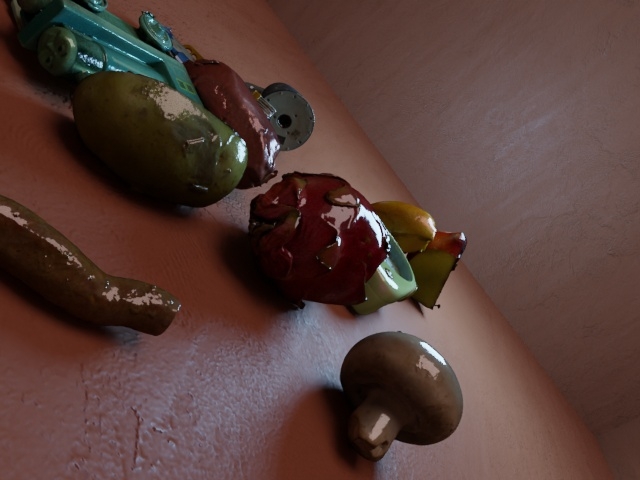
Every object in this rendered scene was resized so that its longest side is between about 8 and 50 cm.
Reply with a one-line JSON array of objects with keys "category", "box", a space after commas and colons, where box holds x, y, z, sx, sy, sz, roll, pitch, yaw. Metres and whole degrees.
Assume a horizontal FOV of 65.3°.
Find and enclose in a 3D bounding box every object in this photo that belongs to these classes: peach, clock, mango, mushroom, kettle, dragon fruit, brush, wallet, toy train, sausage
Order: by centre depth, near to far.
[{"category": "brush", "box": [-0.462, -0.367, 0.753, 0.179, 0.030, 0.033, 68, 13, 12]}, {"category": "mushroom", "box": [0.111, 0.251, 0.781, 0.204, 0.204, 0.204, 45, 20, -22]}, {"category": "toy train", "box": [-0.319, -0.283, 0.784, 0.194, 0.120, 0.298, 63, 18, 10]}, {"category": "dragon fruit", "box": [0.002, 0.002, 0.890, 0.315, 0.250, 0.250, 60, 7, -50]}, {"category": "sausage", "box": [-0.180, -0.223, 0.962, 0.280, 0.152, 0.152, 57, 19, 9]}, {"category": "wallet", "box": [-0.298, -0.376, 1.104, 0.202, 0.059, 0.141, 49, 12, -17]}, {"category": "brush", "box": [-0.241, -0.382, 1.231, 0.272, 0.103, 0.013, 42, -17, -6]}, {"category": "clock", "box": [0.117, 0.040, 1.248, 0.286, 0.117, 0.348, 59, 19, 18]}, {"category": "kettle", "box": [-0.136, -0.370, 1.390, 0.210, 0.160, 0.243, 15, 24, -17]}, {"category": "mango", "box": [0.210, -0.038, 1.466, 0.126, 0.251, 0.154, -60, 156, -59]}, {"category": "peach", "box": [0.345, 0.057, 1.546, 0.153, 0.268, 0.159, 21, 38, 9]}]

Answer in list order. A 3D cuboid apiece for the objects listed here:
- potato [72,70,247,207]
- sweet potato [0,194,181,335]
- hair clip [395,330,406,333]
[{"category": "potato", "box": [-0.223, -0.118, 0.713, 0.271, 0.160, 0.111, 34, 50, -44]}, {"category": "sweet potato", "box": [-0.267, 0.016, 0.473, 0.281, 0.059, 0.067, 38, 58, -28]}, {"category": "hair clip", "box": [0.190, 0.278, 1.121, 0.072, 0.034, 0.226, 47, 21, -6]}]
